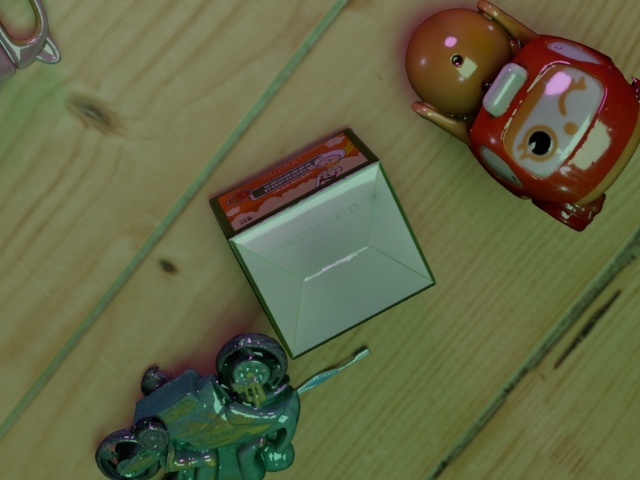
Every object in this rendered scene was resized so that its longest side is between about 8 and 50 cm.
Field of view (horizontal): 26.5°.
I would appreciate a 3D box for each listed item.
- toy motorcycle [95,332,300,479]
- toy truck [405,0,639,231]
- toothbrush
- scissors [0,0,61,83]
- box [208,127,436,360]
[{"bbox_3d":[-0.129,0.230,1.654,0.296,0.109,0.198,-33,120,20],"label":"toy motorcycle"},{"bbox_3d":[0.226,-0.157,1.536,0.239,0.265,0.189,26,100,-32],"label":"toy truck"},{"bbox_3d":[-0.007,0.180,1.724,0.162,0.017,0.014,-32,108,-2],"label":"toothbrush"},{"bbox_3d":[-0.395,-0.300,1.424,0.160,0.024,0.317,-35,111,-14],"label":"scissors"},{"bbox_3d":[0.000,0.000,1.588,0.195,0.148,0.177,-28,114,-2],"label":"box"}]
